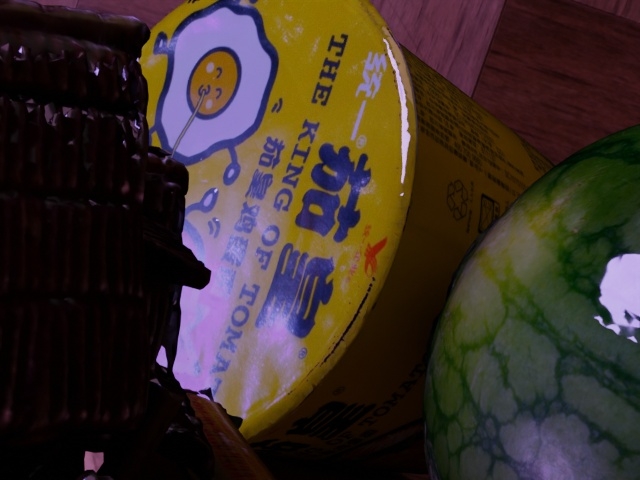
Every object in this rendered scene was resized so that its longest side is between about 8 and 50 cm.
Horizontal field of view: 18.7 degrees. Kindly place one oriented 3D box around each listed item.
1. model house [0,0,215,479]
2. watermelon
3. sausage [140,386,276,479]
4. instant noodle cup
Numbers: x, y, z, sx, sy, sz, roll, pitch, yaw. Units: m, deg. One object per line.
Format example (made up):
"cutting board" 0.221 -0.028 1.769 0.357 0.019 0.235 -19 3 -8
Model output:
"model house" -0.133 0.034 0.877 0.317 0.282 0.297 9 14 -45
"watermelon" 0.226 0.096 1.054 0.363 0.363 0.363 18 10 -3
"sausage" -0.022 0.171 0.955 0.082 0.082 0.371 15 11 -23
"instant noodle cup" 0.014 0.011 1.289 0.254 0.325 0.325 21 5 -44
